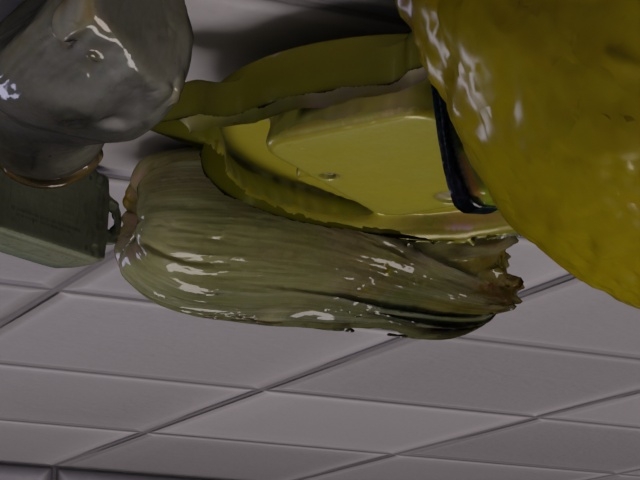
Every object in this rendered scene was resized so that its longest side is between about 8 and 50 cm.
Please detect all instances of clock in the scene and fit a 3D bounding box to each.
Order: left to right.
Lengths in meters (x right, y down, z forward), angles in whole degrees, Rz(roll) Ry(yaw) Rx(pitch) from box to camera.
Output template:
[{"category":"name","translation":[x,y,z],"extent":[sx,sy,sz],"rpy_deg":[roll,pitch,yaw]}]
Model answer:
[{"category":"clock","translation":[0.061,-0.074,1.258],"extent":[0.277,0.071,0.293],"rpy_deg":[-7,159,25]}]

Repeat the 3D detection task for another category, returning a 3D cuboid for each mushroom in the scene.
[{"category":"mushroom","translation":[-0.151,-0.096,1.161],"extent":[0.109,0.097,0.351],"rpy_deg":[8,168,-17]}]

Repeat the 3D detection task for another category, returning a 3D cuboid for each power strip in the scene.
[{"category":"power strip","translation":[-0.246,-0.039,1.404],"extent":[0.052,0.078,0.272],"rpy_deg":[-6,165,33]}]

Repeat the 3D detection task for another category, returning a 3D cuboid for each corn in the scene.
[{"category":"corn","translation":[0.001,0.002,1.460],"extent":[0.305,0.123,0.122],"rpy_deg":[4,163,-15]}]

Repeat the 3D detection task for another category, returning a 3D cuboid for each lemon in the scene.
[{"category":"lemon","translation":[0.189,-0.090,0.811],"extent":[0.322,0.268,0.268],"rpy_deg":[-6,164,14]}]

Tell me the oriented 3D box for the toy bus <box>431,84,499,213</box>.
[{"category":"toy bus","translation":[0.201,-0.082,1.067],"extent":[0.262,0.128,0.150],"rpy_deg":[1,166,-33]}]
